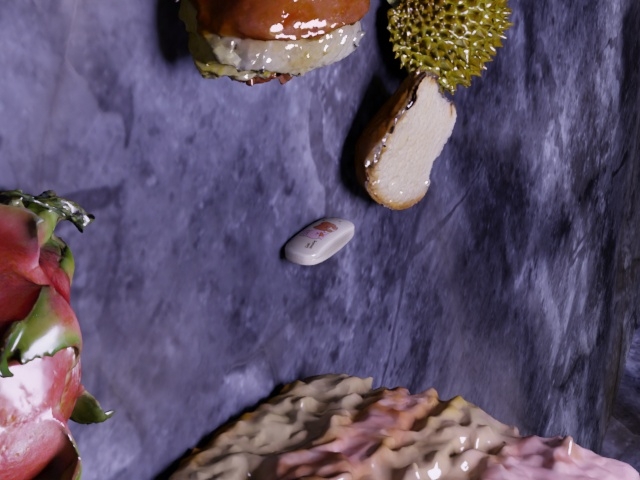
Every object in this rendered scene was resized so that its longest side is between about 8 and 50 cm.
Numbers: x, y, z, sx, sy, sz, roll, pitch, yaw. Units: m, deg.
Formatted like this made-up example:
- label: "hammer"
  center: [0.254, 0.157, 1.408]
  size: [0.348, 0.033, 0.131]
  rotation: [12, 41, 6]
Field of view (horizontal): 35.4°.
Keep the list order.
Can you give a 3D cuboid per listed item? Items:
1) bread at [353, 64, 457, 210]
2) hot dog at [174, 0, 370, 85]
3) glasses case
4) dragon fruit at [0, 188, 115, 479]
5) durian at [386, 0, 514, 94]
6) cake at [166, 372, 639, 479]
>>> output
- label: "bread"
  center: [0.076, -0.092, 0.927]
  size: [0.126, 0.044, 0.129]
  rotation: [-60, 149, 1]
- label: "hot dog"
  center: [-0.029, -0.200, 0.634]
  size: [0.146, 0.103, 0.213]
  rotation: [-11, 120, -41]
- label: "glasses case"
  center: [0.000, 0.000, 0.847]
  size: [0.083, 0.032, 0.021]
  rotation: [-36, 135, -53]
- label: "dragon fruit"
  center: [-0.160, 0.050, 0.466]
  size: [0.236, 0.135, 0.137]
  rotation: [-59, 145, -67]
- label: "durian"
  center: [0.140, -0.228, 0.961]
  size: [0.146, 0.102, 0.208]
  rotation: [58, 45, -46]
- label: "cake"
  center: [0.050, 0.287, 0.755]
  size: [0.314, 0.307, 0.293]
  rotation: [-35, 132, -53]
